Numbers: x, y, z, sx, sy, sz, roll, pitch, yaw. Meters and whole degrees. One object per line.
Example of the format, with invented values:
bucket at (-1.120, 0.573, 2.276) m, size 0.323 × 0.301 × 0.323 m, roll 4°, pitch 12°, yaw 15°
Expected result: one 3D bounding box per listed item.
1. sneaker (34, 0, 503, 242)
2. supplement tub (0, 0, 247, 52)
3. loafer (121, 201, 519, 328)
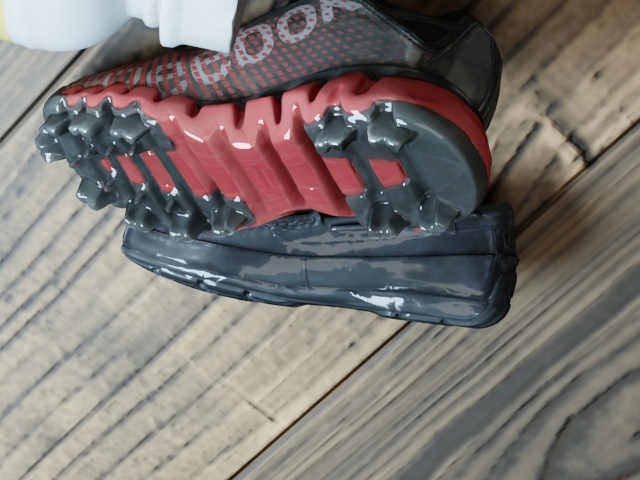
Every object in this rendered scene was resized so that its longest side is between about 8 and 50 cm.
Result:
sneaker at (-0.022, -0.072, 0.983) m, size 0.276 × 0.135 × 0.097 m, roll 0°, pitch 137°, yaw 32°
supplement tub at (-0.178, -0.219, 0.825) m, size 0.331 × 0.241 × 0.241 m, roll 14°, pitch 121°, yaw -2°
loafer at (0.000, 0.000, 1.043) m, size 0.223 × 0.076 × 0.078 m, roll 6°, pitch 85°, yaw 10°
